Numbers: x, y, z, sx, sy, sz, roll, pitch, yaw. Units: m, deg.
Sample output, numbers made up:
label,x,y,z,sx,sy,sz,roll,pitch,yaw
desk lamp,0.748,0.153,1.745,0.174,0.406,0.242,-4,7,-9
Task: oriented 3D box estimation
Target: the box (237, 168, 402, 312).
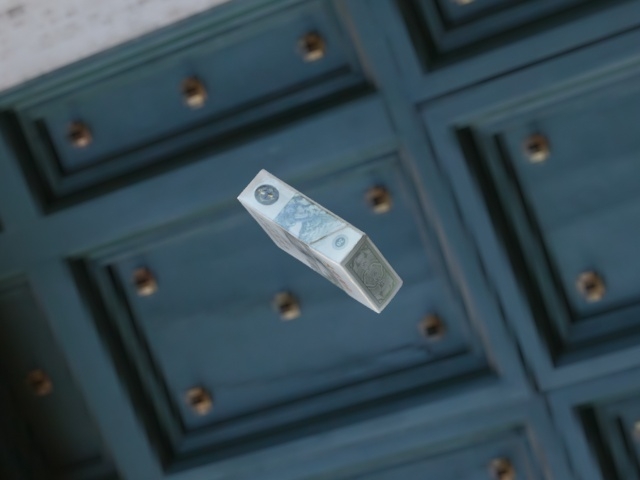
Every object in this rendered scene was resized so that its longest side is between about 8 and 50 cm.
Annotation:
label,x,y,z,sx,sy,sz,roll,pitch,yaw
box,0.000,0.000,0.992,0.024,0.083,0.054,-49,-39,-11
